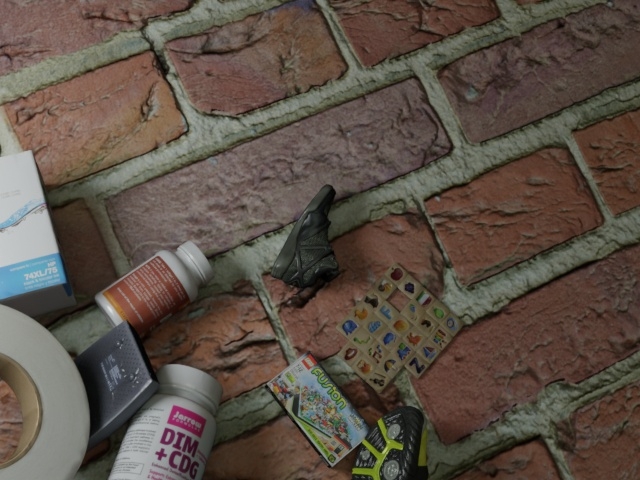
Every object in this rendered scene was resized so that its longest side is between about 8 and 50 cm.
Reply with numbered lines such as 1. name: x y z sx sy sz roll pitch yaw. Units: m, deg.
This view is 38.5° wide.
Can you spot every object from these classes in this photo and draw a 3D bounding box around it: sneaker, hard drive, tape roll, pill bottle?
1. sneaker: 0.149 0.513 1.761 0.147 0.145 0.384 25 69 -38
2. hard drive: -0.413 0.285 1.686 0.255 0.054 0.172 -40 51 8
3. tape roll: -0.568 0.286 1.502 0.392 0.072 0.392 24 50 -32
4. sneaker: 0.000 0.000 1.902 0.130 0.087 0.227 27 74 -3
5. pill bottle: -0.320 0.097 1.796 0.216 0.121 0.121 -35 82 -17
6. pill bottle: -0.282 0.380 1.673 0.160 0.160 0.283 18 55 -4

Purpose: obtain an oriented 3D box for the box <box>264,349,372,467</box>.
1. box: -0.003 0.334 1.825 0.114 0.036 0.207 -37 83 -18

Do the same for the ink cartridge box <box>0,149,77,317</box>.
1. ink cartridge box: -0.598 0.003 1.736 0.197 0.198 0.270 -16 77 -13

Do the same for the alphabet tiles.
1. alphabet tiles: 0.154 0.192 1.910 0.198 0.009 0.237 42 72 4
